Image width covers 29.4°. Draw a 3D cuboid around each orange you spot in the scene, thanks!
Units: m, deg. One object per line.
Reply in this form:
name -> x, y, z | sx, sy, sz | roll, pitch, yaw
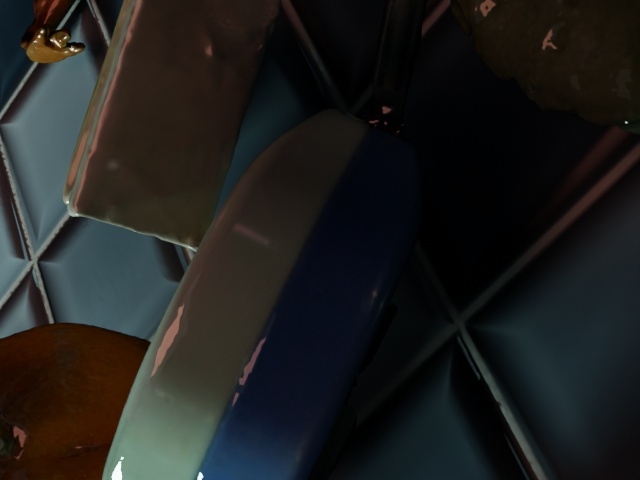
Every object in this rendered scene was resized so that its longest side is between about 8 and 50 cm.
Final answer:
orange -> -0.157, 0.157, 0.738 | 0.224, 0.170, 0.224 | -10, 56, 16

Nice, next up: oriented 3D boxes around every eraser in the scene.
eraser -> -0.092, -0.088, 0.712 | 0.343, 0.078, 0.144 | -139, 66, -77

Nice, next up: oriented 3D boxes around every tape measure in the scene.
tape measure -> 0.000, 0.000, 0.562 | 0.215, 0.098, 0.351 | -61, -7, -54

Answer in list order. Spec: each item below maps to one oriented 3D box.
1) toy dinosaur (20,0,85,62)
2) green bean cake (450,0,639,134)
toy dinosaur -> -0.260, -0.238, 1.038 | 0.432, 0.097, 0.208 | -10, 59, 42
green bean cake -> 0.173, -0.152, 0.527 | 0.222, 0.125, 0.227 | 35, 110, 47
